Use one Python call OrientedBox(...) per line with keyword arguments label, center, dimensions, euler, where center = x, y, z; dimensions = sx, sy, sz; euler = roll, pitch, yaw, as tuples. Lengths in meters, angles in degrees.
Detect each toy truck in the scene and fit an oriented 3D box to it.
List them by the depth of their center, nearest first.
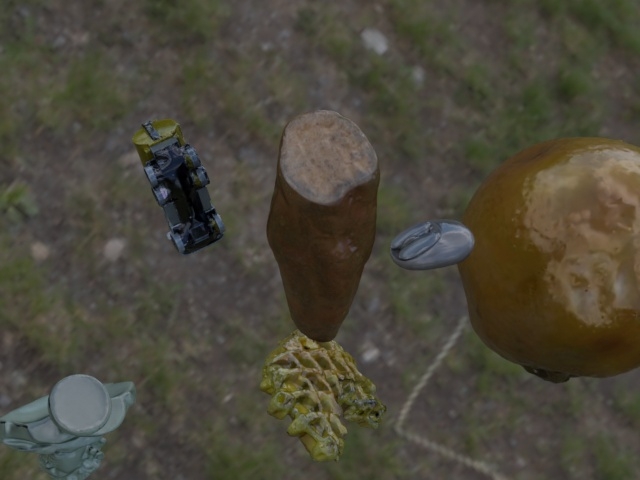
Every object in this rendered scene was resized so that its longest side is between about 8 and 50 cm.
OrientedBox(label="toy truck", center=(-0.132, -0.050, 1.432), dimensions=(0.052, 0.123, 0.063), euler=(-25, 37, -11))

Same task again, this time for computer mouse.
OrientedBox(label="computer mouse", center=(0.125, 0.001, 1.725), dimensions=(0.096, 0.039, 0.066), euler=(-10, 31, -17))

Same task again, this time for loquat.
OrientedBox(label="loquat", center=(0.331, 0.022, 1.945), dimensions=(0.328, 0.328, 0.328), euler=(23, 46, -26))

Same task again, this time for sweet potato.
OrientedBox(label="sweet potato", center=(0.000, 0.000, 1.359), dimensions=(0.097, 0.251, 0.097), euler=(1, 41, -1))

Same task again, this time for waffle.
OrientedBox(label="waffle", center=(0.006, 0.166, 1.661), dimensions=(0.149, 0.051, 0.194), euler=(46, 21, -4))

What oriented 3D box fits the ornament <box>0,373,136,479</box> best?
OrientedBox(label="ornament", center=(-0.122, 0.090, 0.755), dimensions=(0.092, 0.068, 0.041), euler=(52, 16, -70))
